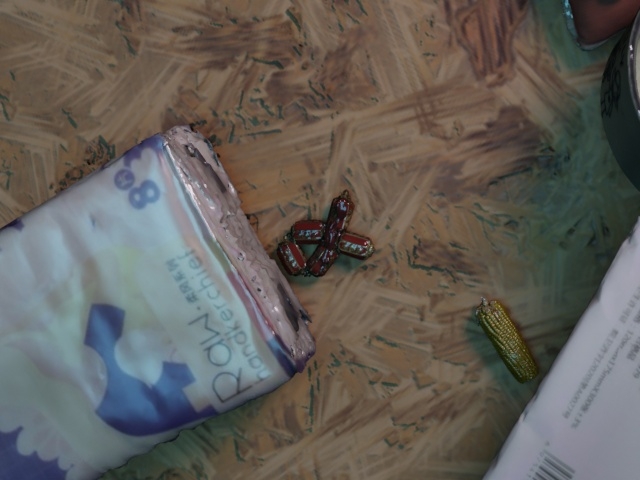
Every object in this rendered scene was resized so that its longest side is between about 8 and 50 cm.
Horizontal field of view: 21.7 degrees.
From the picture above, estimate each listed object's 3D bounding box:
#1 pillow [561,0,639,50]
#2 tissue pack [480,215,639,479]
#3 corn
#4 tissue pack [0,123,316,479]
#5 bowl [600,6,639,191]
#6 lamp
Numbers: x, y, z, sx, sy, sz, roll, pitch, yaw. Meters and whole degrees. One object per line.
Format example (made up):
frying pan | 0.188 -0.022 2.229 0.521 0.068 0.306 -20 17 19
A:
pillow | 0.244 -0.266 1.338 0.171 0.075 0.179 -27 91 15
tissue pack | 0.283 0.191 1.318 0.266 0.194 0.356 36 105 24
corn | 0.158 0.085 1.435 0.028 0.027 0.083 -28 94 31
tissue pack | -0.202 0.080 1.458 0.343 0.125 0.242 -29 92 14
bowl | 0.304 -0.102 1.309 0.211 0.112 0.211 7 72 -21
lamp | 0.000 0.000 1.454 0.083 0.031 0.063 -24 92 19
